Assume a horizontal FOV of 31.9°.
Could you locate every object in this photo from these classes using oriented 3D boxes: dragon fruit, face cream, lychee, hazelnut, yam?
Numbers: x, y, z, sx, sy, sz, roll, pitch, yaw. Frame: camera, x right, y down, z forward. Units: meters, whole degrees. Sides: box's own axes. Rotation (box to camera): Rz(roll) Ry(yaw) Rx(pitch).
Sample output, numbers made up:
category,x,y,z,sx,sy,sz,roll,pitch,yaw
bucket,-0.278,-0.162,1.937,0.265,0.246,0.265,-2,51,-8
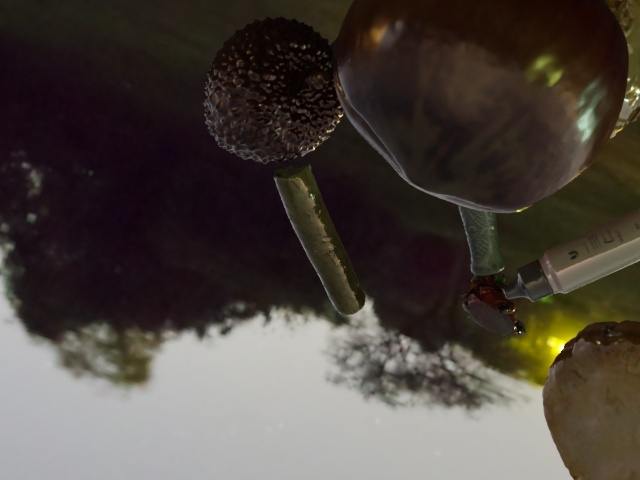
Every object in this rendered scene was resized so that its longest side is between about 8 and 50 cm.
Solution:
category,x,y,z,sx,sy,sz,roll,pitch,yaw
dragon fruit,0.393,0.139,2.563,0.142,0.175,0.138,16,150,-24
face cream,0.489,0.038,2.094,0.092,0.311,0.092,60,-169,-20
lychee,-0.090,-0.281,2.103,0.276,0.276,0.304,17,164,-36
hazelnut,0.245,-0.259,1.651,0.429,0.402,0.402,37,-176,-2
yam,0.000,0.000,2.229,0.083,0.083,0.371,25,147,46

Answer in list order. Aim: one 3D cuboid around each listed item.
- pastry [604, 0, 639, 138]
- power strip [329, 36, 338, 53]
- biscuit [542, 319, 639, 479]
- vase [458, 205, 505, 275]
category,x,y,z,sx,sy,sz,roll,pitch,yaw
pastry,0.449,-0.361,2.056,0.245,0.409,0.409,15,-173,-31
power strip,0.032,-0.367,2.236,0.029,0.038,0.111,36,-146,-19
biscuit,0.660,0.385,2.343,0.104,0.429,0.446,-13,-119,-41
vase,0.338,-0.038,2.374,0.096,0.219,0.096,-12,-161,4
